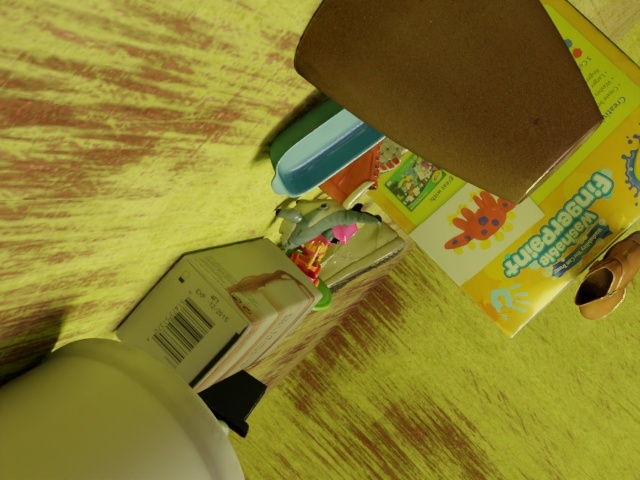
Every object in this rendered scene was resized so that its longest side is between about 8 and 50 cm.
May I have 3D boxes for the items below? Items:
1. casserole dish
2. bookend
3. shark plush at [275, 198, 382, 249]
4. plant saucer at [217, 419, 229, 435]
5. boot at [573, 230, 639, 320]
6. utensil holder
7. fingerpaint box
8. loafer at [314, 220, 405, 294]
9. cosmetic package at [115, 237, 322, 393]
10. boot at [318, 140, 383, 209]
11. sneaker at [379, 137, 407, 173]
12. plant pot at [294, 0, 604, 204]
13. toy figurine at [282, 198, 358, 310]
[{"bbox_3d":[0.013,-0.124,1.226,0.188,0.037,0.114,-36,154,-5],"label":"casserole dish"},{"bbox_3d":[-0.139,0.200,1.665,0.157,0.156,0.072,-55,175,-19],"label":"bookend"},{"bbox_3d":[0.013,-0.026,1.495,0.161,0.067,0.073,-7,-169,17],"label":"shark plush"},{"bbox_3d":[-0.334,0.347,1.597,0.401,0.100,0.400,-28,166,-8],"label":"plant saucer"},{"bbox_3d":[0.440,0.076,1.675,0.152,0.073,0.197,-32,152,-46],"label":"boot"},{"bbox_3d":[-0.311,0.317,1.032,0.385,0.327,0.327,-29,163,-50],"label":"utensil holder"},{"bbox_3d":[0.349,-0.130,1.729,0.445,0.371,0.163,-48,170,18],"label":"fingerpaint box"},{"bbox_3d":[0.028,0.041,2.003,0.269,0.092,0.102,-27,168,-3],"label":"loafer"},{"bbox_3d":[-0.126,0.099,1.434,0.153,0.129,0.296,-48,171,16],"label":"cosmetic package"},{"bbox_3d":[0.064,-0.113,1.459,0.158,0.084,0.059,-44,170,-9],"label":"boot"},{"bbox_3d":[0.089,-0.124,1.603,0.065,0.061,0.158,-43,173,40],"label":"sneaker"},{"bbox_3d":[0.145,-0.163,1.044,0.237,0.254,0.237,-42,172,-8],"label":"plant pot"},{"bbox_3d":[0.000,0.000,1.672,0.159,0.130,0.173,-58,-172,23],"label":"toy figurine"}]
